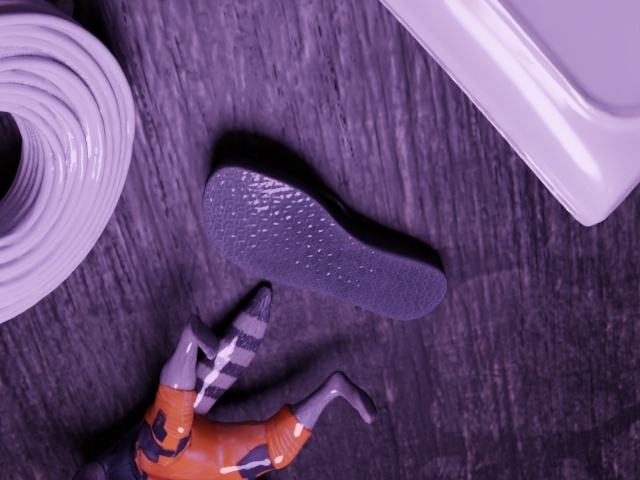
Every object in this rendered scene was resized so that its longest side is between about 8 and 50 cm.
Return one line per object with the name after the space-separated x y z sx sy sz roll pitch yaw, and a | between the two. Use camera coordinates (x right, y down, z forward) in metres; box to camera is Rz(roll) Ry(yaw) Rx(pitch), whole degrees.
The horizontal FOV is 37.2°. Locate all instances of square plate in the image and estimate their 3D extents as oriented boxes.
0.200 -0.243 0.640 0.344 0.049 0.347 44 86 -15 | square plate

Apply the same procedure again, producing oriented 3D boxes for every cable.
-0.250 -0.056 0.692 0.257 0.089 0.257 -36 138 -38 | cable

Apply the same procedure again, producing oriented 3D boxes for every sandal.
0.000 0.001 0.846 0.255 0.054 0.097 29 120 -29 | sandal

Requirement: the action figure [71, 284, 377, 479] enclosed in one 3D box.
-0.102 0.216 0.921 0.341 0.178 0.330 18 126 -45 | action figure
